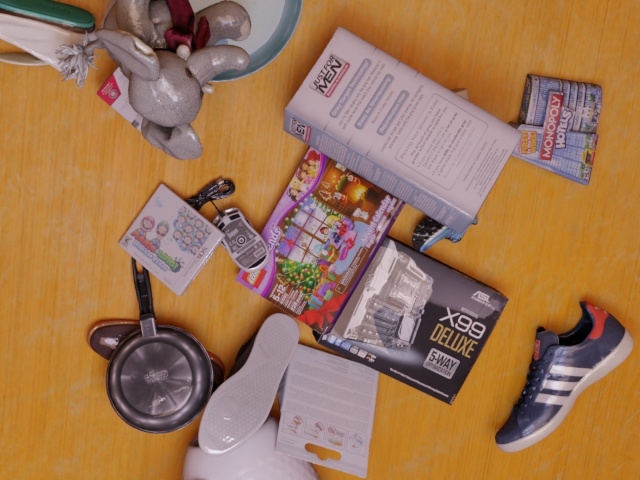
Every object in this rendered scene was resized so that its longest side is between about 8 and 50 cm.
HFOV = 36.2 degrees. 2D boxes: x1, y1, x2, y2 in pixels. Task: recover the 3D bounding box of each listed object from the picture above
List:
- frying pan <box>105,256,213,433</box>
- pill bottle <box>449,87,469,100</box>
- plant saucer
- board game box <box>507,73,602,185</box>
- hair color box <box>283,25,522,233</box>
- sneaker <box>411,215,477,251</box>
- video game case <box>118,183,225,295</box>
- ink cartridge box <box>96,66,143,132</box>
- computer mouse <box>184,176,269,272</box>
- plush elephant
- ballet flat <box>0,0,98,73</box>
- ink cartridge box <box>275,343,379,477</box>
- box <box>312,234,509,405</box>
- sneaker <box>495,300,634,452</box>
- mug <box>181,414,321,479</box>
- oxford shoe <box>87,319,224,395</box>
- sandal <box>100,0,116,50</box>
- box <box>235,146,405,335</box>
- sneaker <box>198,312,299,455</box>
[{"bbox_3d":[-0.282,0.188,1.782,0.197,0.053,0.326,10,82,2],"label":"frying pan"},{"bbox_3d":[0.257,-0.211,1.832,0.078,0.078,0.137,-16,104,-5],"label":"pill bottle"},{"bbox_3d":[-0.189,-0.442,1.730,0.317,0.044,0.318,-2,104,-9],"label":"plant saucer"},{"bbox_3d":[0.431,-0.214,1.868,0.194,0.060,0.194,6,102,-11],"label":"board game box"},{"bbox_3d":[0.140,-0.192,1.722,0.374,0.113,0.185,31,76,3],"label":"hair color box"},{"bbox_3d":[0.246,-0.019,1.866,0.162,0.063,0.073,-33,117,-22],"label":"sneaker"},{"bbox_3d":[-0.273,-0.002,1.791,0.157,0.019,0.143,39,98,13],"label":"video game case"},{"bbox_3d":[-0.299,-0.255,1.726,0.150,0.063,0.109,41,120,-16],"label":"ink cartridge box"},{"bbox_3d":[-0.164,-0.019,1.803,0.106,0.042,0.193,-35,78,-5],"label":"computer mouse"},{"bbox_3d":[-0.234,-0.290,1.539,0.330,0.255,0.272,-34,147,-7],"label":"plush elephant"},{"bbox_3d":[-0.581,-0.379,1.651,0.400,0.139,0.139,18,99,-13],"label":"ballet flat"},{"bbox_3d":[0.007,0.324,1.853,0.189,0.066,0.232,19,57,-13],"label":"ink cartridge box"},{"bbox_3d":[0.175,0.147,1.901,0.307,0.076,0.243,27,97,-13],"label":"box"},{"bbox_3d":[0.452,0.264,1.954,0.350,0.131,0.148,-45,98,-3],"label":"sneaker"},{"bbox_3d":[-0.144,0.519,1.795,0.276,0.374,0.328,-16,94,34],"label":"mug"},{"bbox_3d":[-0.305,0.221,1.832,0.271,0.098,0.097,18,100,-12],"label":"oxford shoe"},{"bbox_3d":[-0.290,-0.432,1.659,0.102,0.076,0.265,42,114,15],"label":"sandal"},{"bbox_3d":[0.000,0.000,1.812,0.200,0.057,0.293,31,97,12],"label":"box"},{"bbox_3d":[-0.138,0.282,1.805,0.104,0.147,0.296,31,61,-1],"label":"sneaker"}]
